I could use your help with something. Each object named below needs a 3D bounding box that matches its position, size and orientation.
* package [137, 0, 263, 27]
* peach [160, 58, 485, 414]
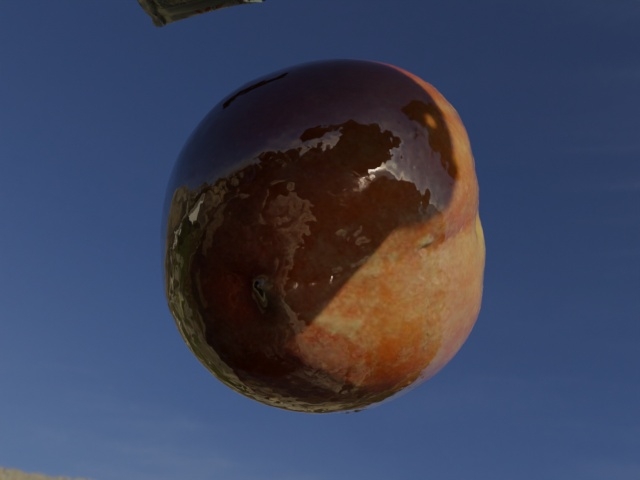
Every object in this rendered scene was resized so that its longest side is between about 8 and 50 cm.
[{"bbox_3d":[-0.097,-0.197,0.696,0.110,0.015,0.037,-5,-33,26],"label":"package"},{"bbox_3d":[0.000,0.000,0.602,0.253,0.252,0.252,9,-40,8],"label":"peach"}]
